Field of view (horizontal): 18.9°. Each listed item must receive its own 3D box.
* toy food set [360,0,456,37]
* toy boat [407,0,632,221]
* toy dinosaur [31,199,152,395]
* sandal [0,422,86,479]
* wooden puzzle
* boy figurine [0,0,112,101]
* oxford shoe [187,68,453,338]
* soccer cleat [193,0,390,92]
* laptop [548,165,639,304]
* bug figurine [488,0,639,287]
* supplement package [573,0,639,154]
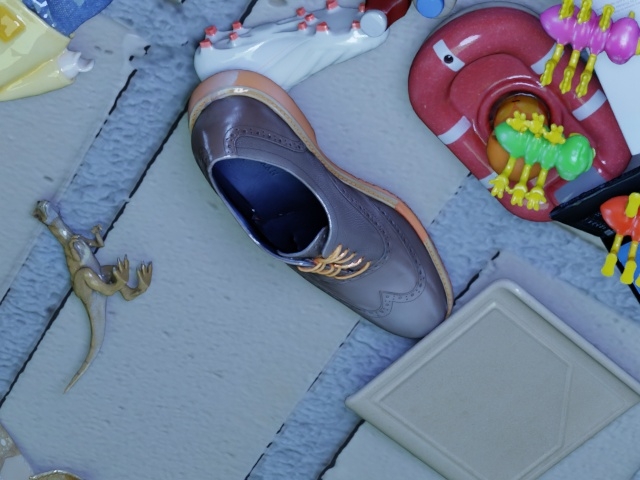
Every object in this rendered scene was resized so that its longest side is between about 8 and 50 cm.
[{"bbox_3d":[0.049,-0.252,1.728,0.232,0.104,0.111,14,121,8],"label":"toy food set"},{"bbox_3d":[0.182,-0.106,1.775,0.151,0.151,0.231,-39,107,23],"label":"toy boat"},{"bbox_3d":[-0.231,0.049,1.968,0.112,0.064,0.211,-5,108,29],"label":"toy dinosaur"},{"bbox_3d":[-0.287,0.274,2.066,0.079,0.088,0.240,-29,105,26],"label":"sandal"},{"bbox_3d":[0.179,0.155,1.960,0.221,0.044,0.238,38,120,-25],"label":"wooden puzzle"},{"bbox_3d":[-0.304,-0.204,1.821,0.285,0.092,0.177,-37,110,19],"label":"boy figurine"},{"bbox_3d":[0.000,0.000,1.842,0.130,0.133,0.363,-34,122,23],"label":"oxford shoe"},{"bbox_3d":[-0.024,-0.175,1.817,0.196,0.068,0.076,-7,121,19],"label":"soccer cleat"},{"bbox_3d":[0.377,-0.005,1.811,0.234,0.264,0.137,-27,74,18],"label":"laptop"},{"bbox_3d":[0.268,-0.106,1.641,0.216,0.072,0.279,21,124,5],"label":"bug figurine"},{"bbox_3d":[0.326,-0.221,1.698,0.194,0.149,0.203,-20,113,17],"label":"supplement package"}]
